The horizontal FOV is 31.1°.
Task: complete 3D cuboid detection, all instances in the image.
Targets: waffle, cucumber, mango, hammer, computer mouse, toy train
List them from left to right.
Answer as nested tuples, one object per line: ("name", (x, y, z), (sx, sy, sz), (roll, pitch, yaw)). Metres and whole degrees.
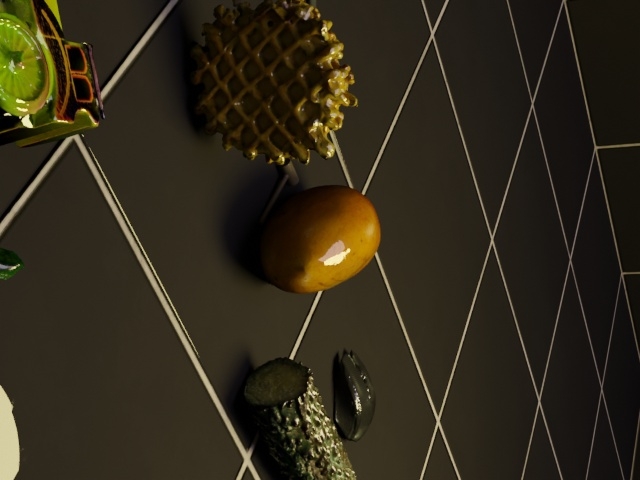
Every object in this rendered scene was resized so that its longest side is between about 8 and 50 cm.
("toy train", (-0.271, -0.213, 0.914), (0.160, 0.100, 0.296), (-9, 87, -65))
("waffle", (-0.055, -0.186, 1.324), (0.070, 0.193, 0.197), (-33, 118, -65))
("hammer", (-0.057, -0.060, 1.515), (0.036, 0.019, 0.110), (66, 35, -38))
("cucumber", (-0.005, 0.303, 1.513), (0.096, 0.096, 0.359), (-67, 147, -43))
("mango", (0.000, 0.000, 1.491), (0.252, 0.153, 0.126), (-49, 125, -73))
("computer mouse", (0.054, 0.228, 1.689), (0.079, 0.047, 0.135), (-3, 88, -66))

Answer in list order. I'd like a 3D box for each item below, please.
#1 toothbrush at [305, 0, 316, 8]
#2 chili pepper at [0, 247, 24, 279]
("toothbrush", (-0.017, -0.401, 1.622), (0.030, 0.030, 0.298), (15, 72, -45))
("chili pepper", (-0.297, -0.050, 0.968), (0.073, 0.050, 0.182), (-36, 123, -68))
